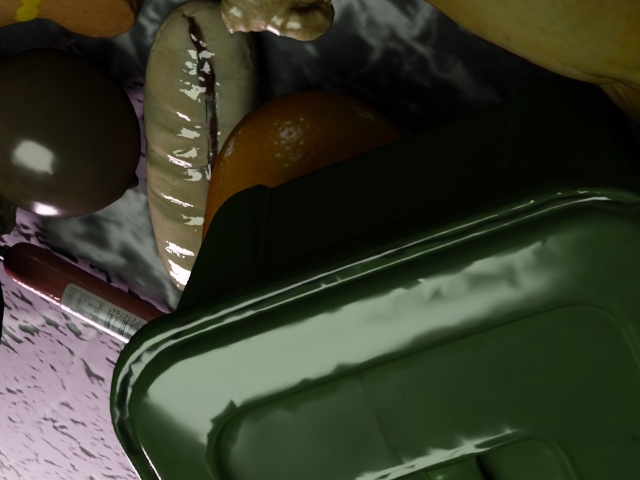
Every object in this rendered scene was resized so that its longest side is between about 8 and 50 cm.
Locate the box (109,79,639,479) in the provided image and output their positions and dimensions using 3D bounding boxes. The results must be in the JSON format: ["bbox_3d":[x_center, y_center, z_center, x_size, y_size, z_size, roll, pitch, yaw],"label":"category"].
[{"bbox_3d":[0.081,0.104,0.849,0.253,0.177,0.328,-19,116,12],"label":"box"}]

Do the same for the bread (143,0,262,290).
[{"bbox_3d":[-0.066,-0.040,1.060,0.073,0.053,0.214,18,135,15],"label":"bread"}]

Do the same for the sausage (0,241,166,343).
[{"bbox_3d":[-0.112,0.055,1.197,0.223,0.029,0.029,27,138,11],"label":"sausage"}]

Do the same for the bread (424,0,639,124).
[{"bbox_3d":[0.166,-0.139,0.720,0.324,0.167,0.277,37,139,1],"label":"bread"}]

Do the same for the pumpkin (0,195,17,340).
[{"bbox_3d":[-0.309,0.046,1.116,0.263,0.196,0.293,-5,159,-3],"label":"pumpkin"}]

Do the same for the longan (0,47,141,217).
[{"bbox_3d":[-0.147,-0.058,1.066,0.113,0.092,0.113,32,174,4],"label":"longan"}]

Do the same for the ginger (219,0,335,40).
[{"bbox_3d":[-0.046,-0.181,0.880,0.193,0.052,0.176,-1,89,16],"label":"ginger"}]

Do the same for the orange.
[{"bbox_3d":[0.000,0.000,0.981,0.124,0.156,0.156,9,137,-3],"label":"orange"}]

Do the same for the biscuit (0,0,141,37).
[{"bbox_3d":[-0.157,-0.149,0.980,0.250,0.036,0.165,-4,153,20],"label":"biscuit"}]
